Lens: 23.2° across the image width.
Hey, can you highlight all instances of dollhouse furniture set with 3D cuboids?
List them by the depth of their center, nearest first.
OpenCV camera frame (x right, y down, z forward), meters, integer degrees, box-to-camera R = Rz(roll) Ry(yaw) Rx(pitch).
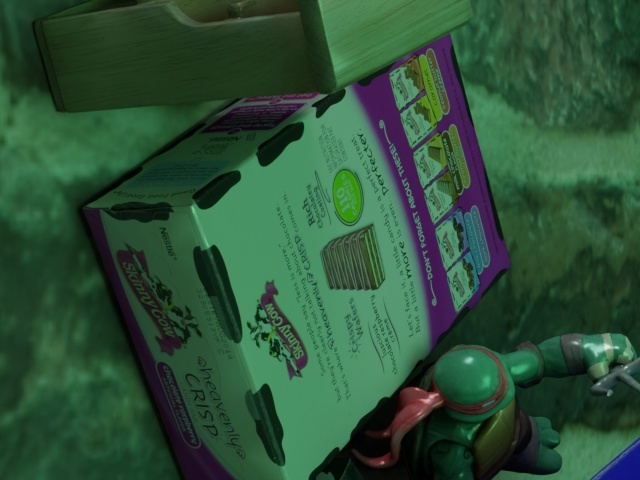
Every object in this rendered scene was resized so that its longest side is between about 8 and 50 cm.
[{"bbox_3d":[-0.053,-0.187,0.647,0.212,0.161,0.242,-33,116,-48],"label":"dollhouse furniture set"}]

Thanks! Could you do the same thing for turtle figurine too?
[{"bbox_3d":[0.097,0.109,0.846,0.175,0.118,0.234,-50,161,-16],"label":"turtle figurine"}]

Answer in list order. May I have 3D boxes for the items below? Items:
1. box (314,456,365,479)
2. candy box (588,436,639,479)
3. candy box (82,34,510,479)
[{"bbox_3d":[-0.014,0.154,0.778,0.052,0.062,0.083,57,47,-34],"label":"box"},{"bbox_3d":[0.163,0.228,0.835,0.268,0.122,0.317,-24,148,-51],"label":"candy box"},{"bbox_3d":[0.000,0.000,0.791,0.233,0.071,0.159,-41,122,-46],"label":"candy box"}]
